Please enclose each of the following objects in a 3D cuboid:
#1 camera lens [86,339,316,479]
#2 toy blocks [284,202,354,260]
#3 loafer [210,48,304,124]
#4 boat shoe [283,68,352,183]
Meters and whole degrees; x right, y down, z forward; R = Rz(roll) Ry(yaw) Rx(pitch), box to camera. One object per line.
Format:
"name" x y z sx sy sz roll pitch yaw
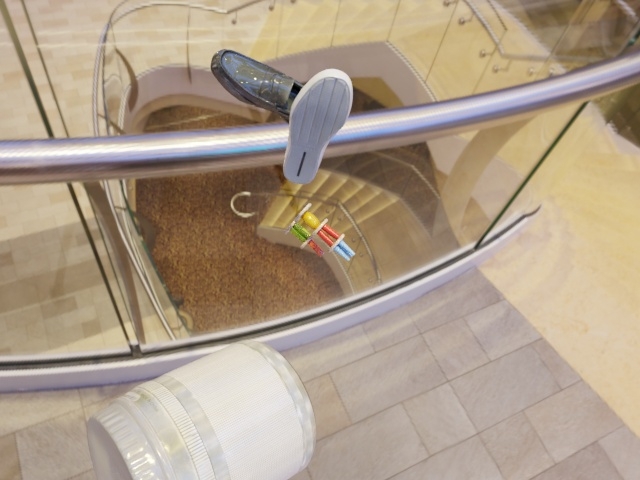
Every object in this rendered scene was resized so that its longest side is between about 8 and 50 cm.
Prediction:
"camera lens" -0.160 0.284 0.758 0.274 0.219 0.219 -18 61 -39
"toy blocks" 0.000 0.000 1.170 0.148 0.123 0.054 43 58 -1
"loafer" -0.072 -0.249 0.865 0.223 0.078 0.076 25 70 -30
"boat shoe" -0.013 -0.186 0.816 0.083 0.226 0.076 17 52 -14
